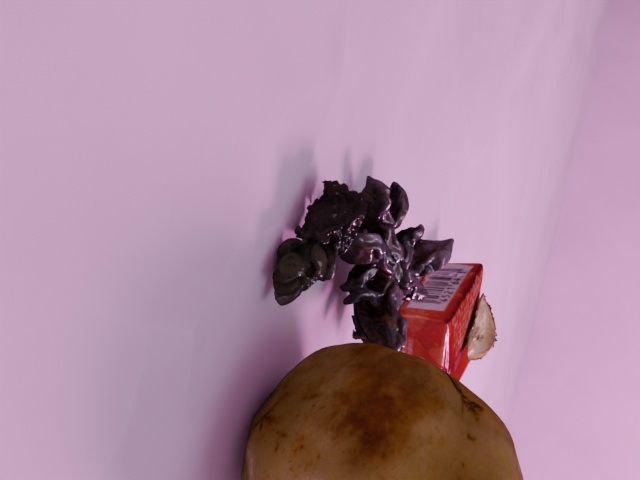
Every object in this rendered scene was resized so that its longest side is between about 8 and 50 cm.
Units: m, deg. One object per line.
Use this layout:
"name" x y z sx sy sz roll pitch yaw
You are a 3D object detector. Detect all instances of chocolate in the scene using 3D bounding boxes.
"chocolate" 0.216 0.182 1.616 0.237 0.108 0.235 -47 145 -54

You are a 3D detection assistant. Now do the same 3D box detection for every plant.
"plant" 0.000 0.000 0.999 0.174 0.087 0.085 -54 135 -29

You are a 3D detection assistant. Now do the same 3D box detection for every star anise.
"star anise" 0.090 0.040 1.198 0.212 0.129 0.283 -36 125 -53

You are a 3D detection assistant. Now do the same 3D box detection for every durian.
"durian" 0.294 0.164 1.622 0.066 0.052 0.130 25 74 -30

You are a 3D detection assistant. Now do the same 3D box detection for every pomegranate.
"pomegranate" 0.067 0.283 1.020 0.332 0.332 0.332 14 90 -69
